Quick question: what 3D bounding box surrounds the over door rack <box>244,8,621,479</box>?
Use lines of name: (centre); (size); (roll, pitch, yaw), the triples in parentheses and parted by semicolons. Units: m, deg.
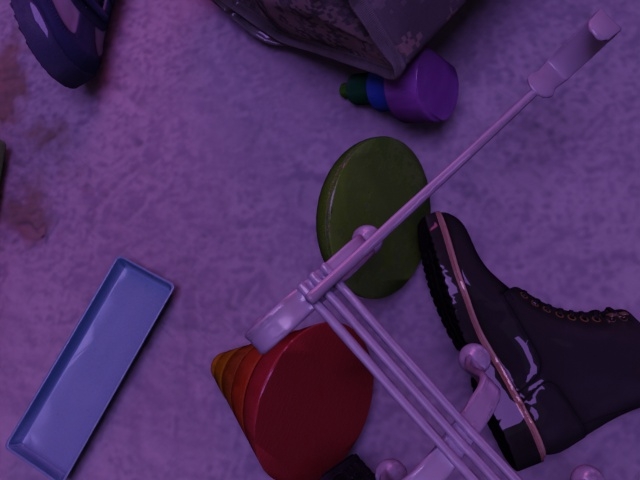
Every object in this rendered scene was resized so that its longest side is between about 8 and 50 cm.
over door rack: (0.146, 0.042, 0.399); (0.324, 0.108, 0.239); (-41, 87, -21)

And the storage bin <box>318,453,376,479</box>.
storage bin: (-0.019, 0.241, 0.416); (0.084, 0.122, 0.180); (43, 93, 19)

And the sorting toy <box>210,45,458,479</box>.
sorting toy: (0.000, 0.000, 0.519); (0.126, 0.127, 0.365); (7, 71, 43)

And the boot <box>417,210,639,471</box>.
boot: (0.167, 0.053, 0.476); (0.137, 0.077, 0.197); (-22, 85, 0)

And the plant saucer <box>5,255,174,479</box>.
plant saucer: (-0.199, 0.111, 0.552); (0.067, 0.018, 0.192); (25, 81, 16)

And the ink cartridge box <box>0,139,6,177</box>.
ink cartridge box: (-0.393, 0.047, 0.506); (0.119, 0.207, 0.353); (-2, 75, 12)

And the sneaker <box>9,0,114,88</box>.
sneaker: (-0.234, -0.309, 0.627); (0.131, 0.112, 0.318); (-13, 74, 10)

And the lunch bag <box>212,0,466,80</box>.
lunch bag: (0.020, -0.292, 0.539); (0.235, 0.169, 0.287); (-48, 45, -8)
